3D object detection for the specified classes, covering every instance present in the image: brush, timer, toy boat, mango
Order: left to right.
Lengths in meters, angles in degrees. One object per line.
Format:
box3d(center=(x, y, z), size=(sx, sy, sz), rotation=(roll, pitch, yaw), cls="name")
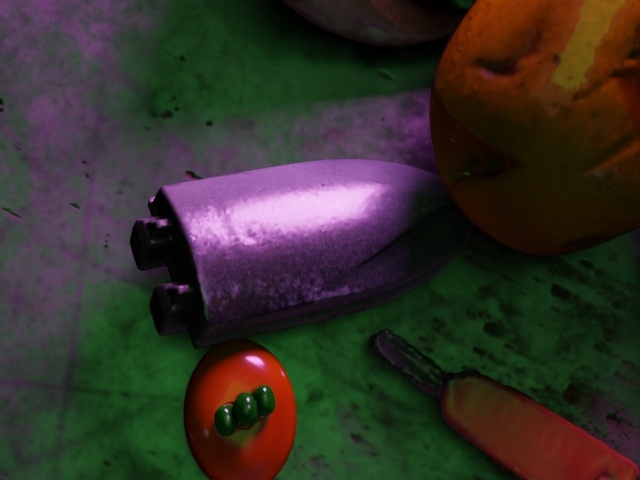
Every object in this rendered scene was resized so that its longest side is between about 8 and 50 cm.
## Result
box3d(center=(-0.069, 0.147, 1.115), size=(0.099, 0.136, 0.136), rotation=(-15, 83, -3), cls="timer")
box3d(center=(0.000, 0.000, 1.158), size=(0.320, 0.092, 0.141), rotation=(-11, 67, -22), cls="toy boat")
box3d(center=(0.180, 0.172, 1.177), size=(0.323, 0.051, 0.070), rotation=(35, 85, -3), cls="brush")
box3d(center=(0.235, -0.160, 1.119), size=(0.253, 0.182, 0.364), rotation=(14, 104, -30), cls="mango")

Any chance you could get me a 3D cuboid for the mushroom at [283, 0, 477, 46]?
box3d(center=(0.065, -0.312, 1.208), size=(0.292, 0.212, 0.217), rotation=(-7, 42, -6), cls="mushroom")
